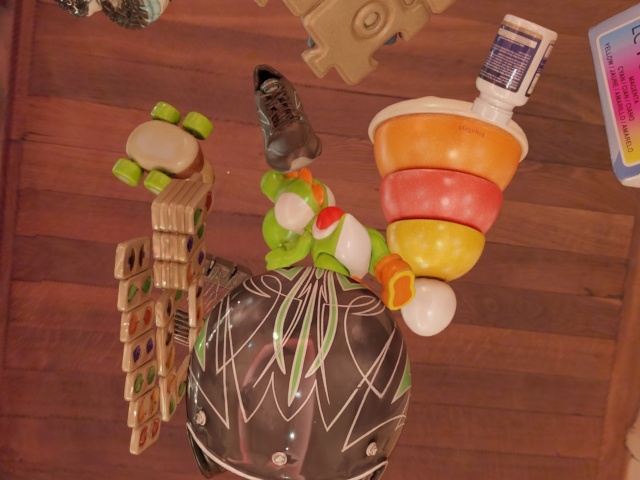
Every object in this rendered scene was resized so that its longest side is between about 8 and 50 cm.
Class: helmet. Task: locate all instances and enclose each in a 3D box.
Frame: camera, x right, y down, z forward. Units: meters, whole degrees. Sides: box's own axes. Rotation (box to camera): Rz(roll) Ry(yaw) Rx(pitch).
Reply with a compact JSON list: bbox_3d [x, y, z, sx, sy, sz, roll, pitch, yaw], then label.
[{"bbox_3d":[-0.015,0.099,0.527,0.170,0.161,0.169,2,53,-3],"label":"helmet"}]

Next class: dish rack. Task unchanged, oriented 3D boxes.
[{"bbox_3d":[-0.247,0.130,1.611,0.208,0.271,0.074,20,129,-14],"label":"dish rack"}]

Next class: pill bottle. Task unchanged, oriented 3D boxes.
[{"bbox_3d":[0.320,-0.285,1.294,0.094,0.094,0.169,19,109,-8],"label":"pill bottle"}]

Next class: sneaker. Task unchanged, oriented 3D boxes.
[{"bbox_3d":[-0.073,-0.212,1.330,0.101,0.267,0.106,-25,129,2],"label":"sneaker"},{"bbox_3d":[-0.256,-0.338,0.937,0.122,0.283,0.110,-44,144,-23],"label":"sneaker"}]

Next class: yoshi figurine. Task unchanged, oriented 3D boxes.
[{"bbox_3d":[0.005,0.015,1.422,0.203,0.204,0.362,-49,56,13],"label":"yoshi figurine"}]

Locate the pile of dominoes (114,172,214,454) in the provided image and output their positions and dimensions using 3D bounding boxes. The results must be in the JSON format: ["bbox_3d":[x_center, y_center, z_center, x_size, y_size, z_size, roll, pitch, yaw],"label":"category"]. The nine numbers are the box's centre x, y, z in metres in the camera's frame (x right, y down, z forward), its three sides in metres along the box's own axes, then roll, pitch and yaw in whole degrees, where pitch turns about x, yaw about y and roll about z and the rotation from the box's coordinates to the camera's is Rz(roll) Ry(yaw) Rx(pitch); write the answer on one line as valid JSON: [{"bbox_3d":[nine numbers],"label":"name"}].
[{"bbox_3d":[-0.131,0.071,0.730,0.040,0.196,0.251,8,119,8],"label":"pile of dominoes"}]

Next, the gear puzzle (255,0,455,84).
[{"bbox_3d":[-0.006,-0.236,0.431,0.175,0.044,0.339,-40,143,6],"label":"gear puzzle"}]

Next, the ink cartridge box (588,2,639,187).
[{"bbox_3d":[0.452,-0.153,0.568,0.270,0.396,0.151,2,77,-41],"label":"ink cartridge box"}]

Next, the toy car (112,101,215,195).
[{"bbox_3d":[-0.254,-0.128,1.400,0.149,0.188,0.155,21,72,28],"label":"toy car"}]

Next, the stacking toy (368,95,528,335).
[{"bbox_3d":[0.242,-0.034,1.653,0.351,0.350,0.479,13,76,-8],"label":"stacking toy"}]
